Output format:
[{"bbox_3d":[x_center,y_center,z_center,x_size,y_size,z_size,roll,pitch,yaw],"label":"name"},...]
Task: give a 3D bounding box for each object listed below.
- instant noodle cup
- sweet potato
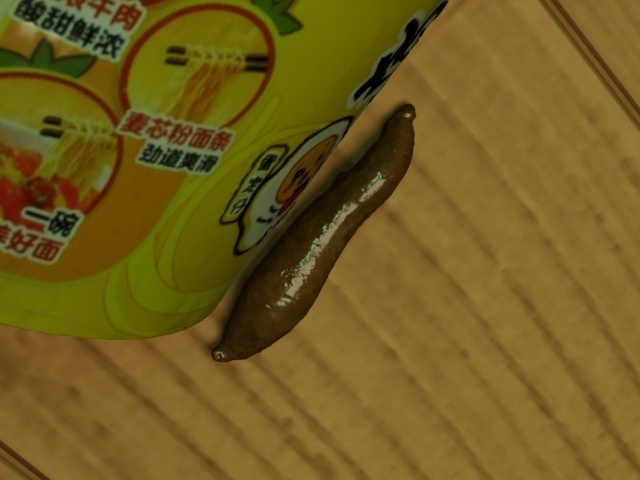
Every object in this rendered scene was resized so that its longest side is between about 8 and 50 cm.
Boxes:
[{"bbox_3d":[-0.065,-0.114,0.409,0.264,0.264,0.200,22,108,-31],"label":"instant noodle cup"},{"bbox_3d":[0.000,0.000,0.612,0.026,0.026,0.115,37,95,-32],"label":"sweet potato"}]
